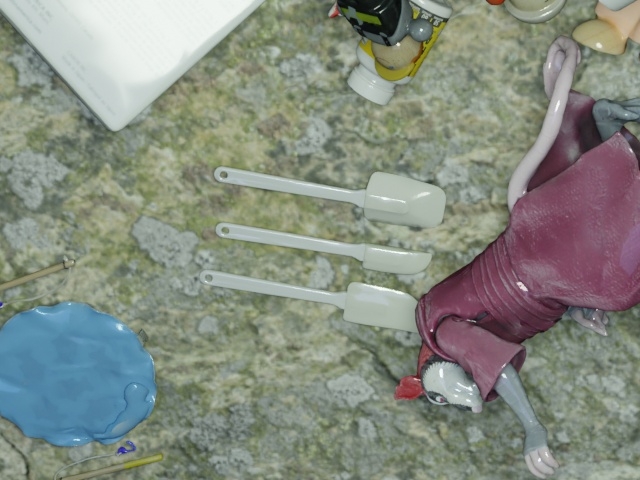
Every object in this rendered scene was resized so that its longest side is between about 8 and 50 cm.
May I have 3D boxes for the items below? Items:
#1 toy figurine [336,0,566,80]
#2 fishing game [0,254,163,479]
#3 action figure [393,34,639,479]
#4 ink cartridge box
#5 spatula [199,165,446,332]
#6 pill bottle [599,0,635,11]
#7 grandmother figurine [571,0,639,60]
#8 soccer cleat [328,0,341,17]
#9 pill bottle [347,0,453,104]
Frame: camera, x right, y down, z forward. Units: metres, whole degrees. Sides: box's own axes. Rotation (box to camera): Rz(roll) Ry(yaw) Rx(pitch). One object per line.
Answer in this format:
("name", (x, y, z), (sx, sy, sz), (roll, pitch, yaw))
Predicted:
("toy figurine", (0.105, -0.272, 1.529), (0.209, 0.213, 0.148), (-24, 146, 11))
("fishing game", (-0.267, 0.141, 1.810), (0.189, 0.041, 0.264), (-19, 113, 13))
("action figure", (0.192, 0.037, 1.602), (0.370, 0.248, 0.276), (-40, 103, 22))
("ink cartridge box", (-0.162, -0.343, 1.631), (0.385, 0.091, 0.308), (-42, 99, 0))
("spatula", (0.000, 0.000, 1.744), (0.242, 0.019, 0.168), (10, 115, 4))
("pill bottle", (0.336, -0.327, 1.423), (0.283, 0.161, 0.161), (-31, 102, 23))
("grandmother figurine", (0.364, -0.324, 1.549), (0.208, 0.104, 0.342), (16, 112, -8))
("soccer cleat", (0.034, -0.254, 1.648), (0.035, 0.029, 0.083), (46, 104, 0))
("pill bottle", (0.075, -0.194, 1.642), (0.065, 0.065, 0.116), (30, 110, -4))
